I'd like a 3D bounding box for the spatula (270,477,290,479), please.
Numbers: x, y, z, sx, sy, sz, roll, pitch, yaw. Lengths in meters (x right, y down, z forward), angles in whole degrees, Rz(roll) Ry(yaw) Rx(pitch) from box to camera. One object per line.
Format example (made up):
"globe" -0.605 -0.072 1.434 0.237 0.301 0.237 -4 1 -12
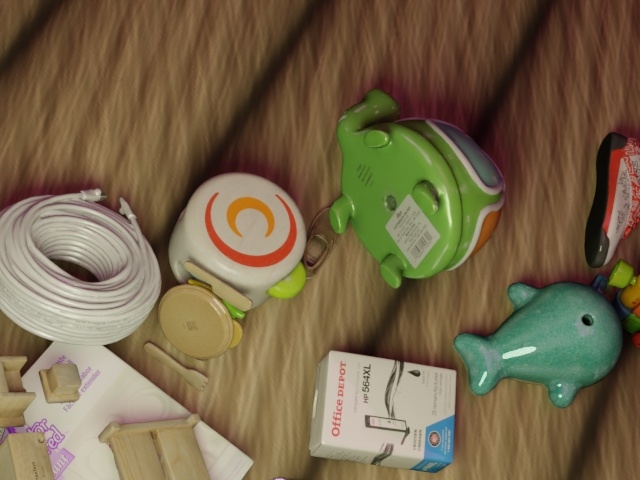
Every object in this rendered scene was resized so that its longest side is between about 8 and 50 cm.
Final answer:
"spatula" 0.050 0.415 1.467 0.297 0.030 0.084 14 63 -7

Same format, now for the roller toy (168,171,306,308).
"roller toy" -0.131 0.003 1.534 0.191 0.146 0.209 2 62 -23

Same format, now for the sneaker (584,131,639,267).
"sneaker" 0.554 -0.059 1.753 0.145 0.090 0.270 17 62 -3

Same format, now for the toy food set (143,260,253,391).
"toy food set" -0.178 0.120 1.475 0.132 0.192 0.038 34 31 5

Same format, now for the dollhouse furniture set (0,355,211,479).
"dollhouse furniture set" -0.271 0.316 1.325 0.356 0.174 0.303 5 50 -42

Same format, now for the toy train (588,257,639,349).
"toy train" 0.530 0.075 1.607 0.143 0.248 0.105 30 64 5

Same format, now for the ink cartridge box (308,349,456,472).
"ink cartridge box" 0.094 0.260 1.512 0.203 0.086 0.148 10 66 -10

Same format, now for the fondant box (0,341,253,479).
"fondant box" -0.297 0.311 1.394 0.330 0.096 0.238 36 65 5

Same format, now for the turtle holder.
"turtle holder" 0.150 -0.087 1.616 0.228 0.243 0.320 -17 33 -37

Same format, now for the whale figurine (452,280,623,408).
"whale figurine" 0.353 0.159 1.585 0.272 0.141 0.216 -12 71 -16

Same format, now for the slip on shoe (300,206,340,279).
"slip on shoe" 0.000 0.000 1.624 0.051 0.041 0.135 30 64 0

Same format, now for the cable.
"cable" -0.356 0.038 1.436 0.257 0.089 0.257 -2 46 -42
